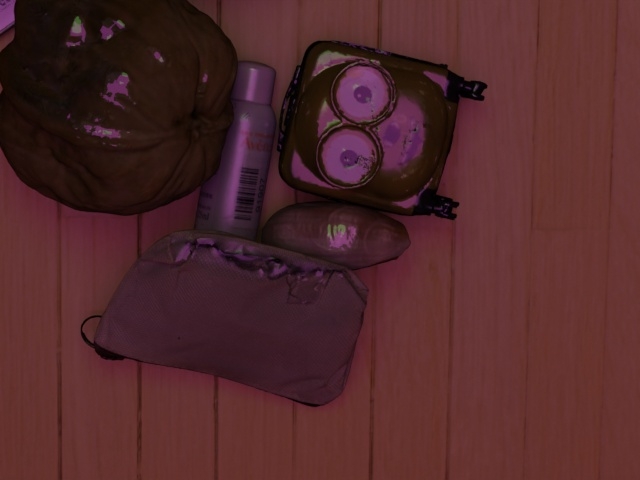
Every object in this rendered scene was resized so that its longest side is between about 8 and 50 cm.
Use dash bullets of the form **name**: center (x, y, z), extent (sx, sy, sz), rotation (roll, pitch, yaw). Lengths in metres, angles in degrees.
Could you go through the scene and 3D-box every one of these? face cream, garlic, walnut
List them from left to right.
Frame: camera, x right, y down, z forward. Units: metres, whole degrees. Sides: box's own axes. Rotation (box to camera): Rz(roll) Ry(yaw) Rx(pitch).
- **walnut**: center (-0.240, -0.175, 1.711), extent (0.277, 0.282, 0.253), rotation (28, 53, 18)
- **face cream**: center (-0.104, -0.087, 1.820), extent (0.082, 0.082, 0.269), rotation (10, 97, -3)
- **garlic**: center (0.000, -0.002, 1.786), extent (0.195, 0.101, 0.087), rotation (-2, 83, 28)

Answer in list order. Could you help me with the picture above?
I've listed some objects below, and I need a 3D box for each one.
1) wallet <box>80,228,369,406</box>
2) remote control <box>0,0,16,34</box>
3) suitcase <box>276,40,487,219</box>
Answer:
- **wallet**: center (-0.103, 0.093, 1.785), extent (0.335, 0.068, 0.275), rotation (16, 138, -12)
- **remote control**: center (-0.442, -0.367, 1.798), extent (0.103, 0.034, 0.250), rotation (-34, 96, 2)
- **suitcase**: center (0.067, -0.134, 1.790), extent (0.235, 0.143, 0.194), rotation (13, 96, -3)
